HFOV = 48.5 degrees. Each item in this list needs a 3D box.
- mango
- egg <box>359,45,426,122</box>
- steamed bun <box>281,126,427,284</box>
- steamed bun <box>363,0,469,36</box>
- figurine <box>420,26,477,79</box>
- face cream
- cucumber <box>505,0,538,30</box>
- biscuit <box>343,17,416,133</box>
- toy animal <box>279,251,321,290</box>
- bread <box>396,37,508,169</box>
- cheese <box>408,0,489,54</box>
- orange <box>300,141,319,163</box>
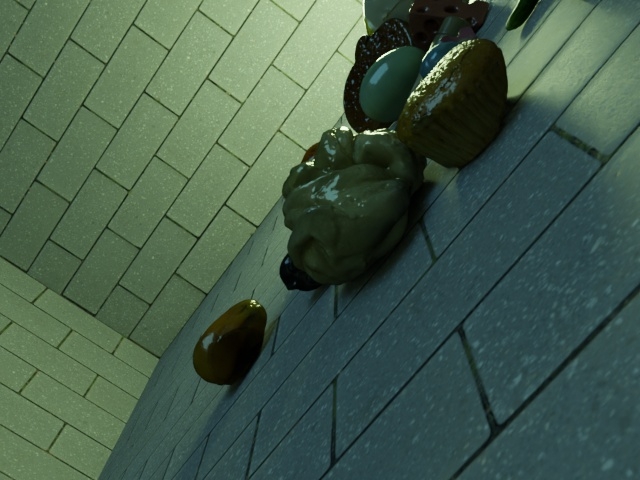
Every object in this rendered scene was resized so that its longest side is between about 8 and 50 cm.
[{"bbox_3d":[-0.225,0.254,1.800,0.236,0.136,0.166,-51,4,-13],"label":"mango"},{"bbox_3d":[0.207,-0.428,1.953,0.231,0.168,0.168,-48,11,17],"label":"egg"},{"bbox_3d":[0.050,-0.086,1.386,0.325,0.230,0.372,-39,16,48],"label":"steamed bun"},{"bbox_3d":[0.302,-0.766,2.233,0.374,0.334,0.333,-43,15,56],"label":"steamed bun"},{"bbox_3d":[0.298,-0.418,1.679,0.205,0.103,0.260,-44,4,40],"label":"figurine"},{"bbox_3d":[0.285,-0.413,1.830,0.341,0.084,0.137,-63,20,-7],"label":"face cream"},{"bbox_3d":[0.436,-0.502,1.491,0.167,0.039,0.039,-58,10,-10],"label":"cucumber"},{"bbox_3d":[0.183,-0.502,2.175,0.367,0.063,0.314,-54,45,41],"label":"biscuit"},{"bbox_3d":[0.011,-0.012,1.665,0.168,0.106,0.343,-45,11,37],"label":"toy animal"},{"bbox_3d":[0.240,-0.243,1.242,0.240,0.139,0.240,-52,10,13],"label":"bread"},{"bbox_3d":[0.349,-0.576,1.981,0.177,0.203,0.128,89,-162,-48],"label":"cheese"},{"bbox_3d":[0.018,-0.164,1.966,0.224,0.170,0.224,19,-90,-85],"label":"orange"}]
